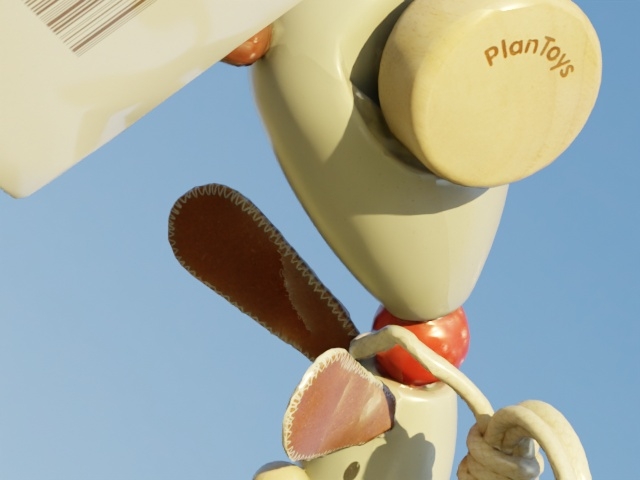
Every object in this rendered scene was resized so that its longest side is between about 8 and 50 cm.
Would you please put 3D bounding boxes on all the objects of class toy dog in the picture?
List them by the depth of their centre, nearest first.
[{"bbox_3d":[0.000,0.000,0.826,0.220,0.161,0.333,-151,-123,-66],"label":"toy dog"}]

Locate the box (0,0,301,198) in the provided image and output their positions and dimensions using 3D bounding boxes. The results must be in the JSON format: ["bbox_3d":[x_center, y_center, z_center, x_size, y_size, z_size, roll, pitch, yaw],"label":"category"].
[{"bbox_3d":[-0.152,-0.216,0.639,0.345,0.168,0.215,55,2,18],"label":"box"}]
